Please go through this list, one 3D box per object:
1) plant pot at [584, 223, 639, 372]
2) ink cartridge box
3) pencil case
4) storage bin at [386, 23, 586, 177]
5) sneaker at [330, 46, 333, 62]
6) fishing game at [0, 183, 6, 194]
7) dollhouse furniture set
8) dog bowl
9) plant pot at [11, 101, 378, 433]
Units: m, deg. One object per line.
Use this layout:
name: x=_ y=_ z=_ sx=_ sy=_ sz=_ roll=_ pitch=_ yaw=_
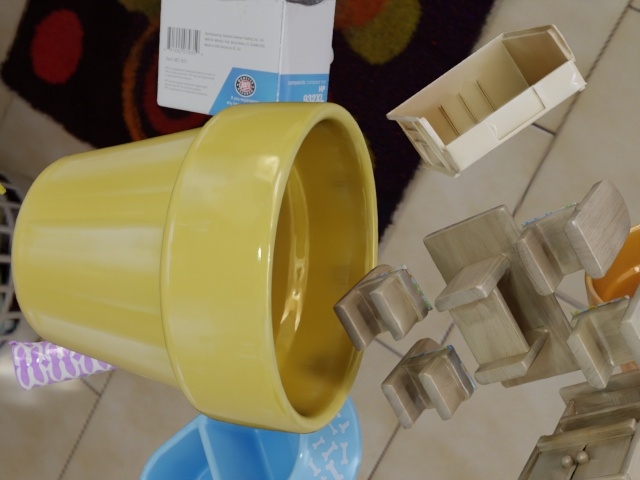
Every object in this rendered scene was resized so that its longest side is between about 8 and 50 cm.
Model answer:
plant pot: x=0.386 y=0.104 z=0.897 sx=0.205 sy=0.205 sz=0.188 roll=1 pitch=124 yaw=30
ink cartridge box: x=-0.101 y=-0.329 z=1.219 sx=0.223 sy=0.129 sz=0.307 roll=15 pitch=108 yaw=34
pencil case: x=-0.410 y=0.188 z=1.473 sx=0.206 sy=0.086 sz=0.088 roll=-14 pitch=81 yaw=-11
storage bin: x=0.275 y=-0.236 z=1.488 sx=0.262 sy=0.260 sz=0.123 roll=-35 pitch=101 yaw=-1
sneaker: x=-0.095 y=-0.341 z=1.823 sx=0.127 sy=0.319 sz=0.208 roll=45 pitch=79 yaw=-4
fishing game: x=-0.486 y=-0.035 z=0.981 sx=0.264 sy=0.041 sz=0.189 roll=-25 pitch=108 yaw=15
dollhouse furniture set: x=0.178 y=0.081 z=0.692 sx=0.212 sy=0.161 sz=0.242 roll=-24 pitch=100 yaw=39
dog bowl: x=-0.090 y=0.251 z=0.937 sx=0.297 sy=0.074 sz=0.166 roll=-41 pitch=52 yaw=24
plant pot: x=-0.100 y=0.013 z=0.707 sx=0.239 sy=0.254 sz=0.254 roll=4 pitch=88 yaw=20
